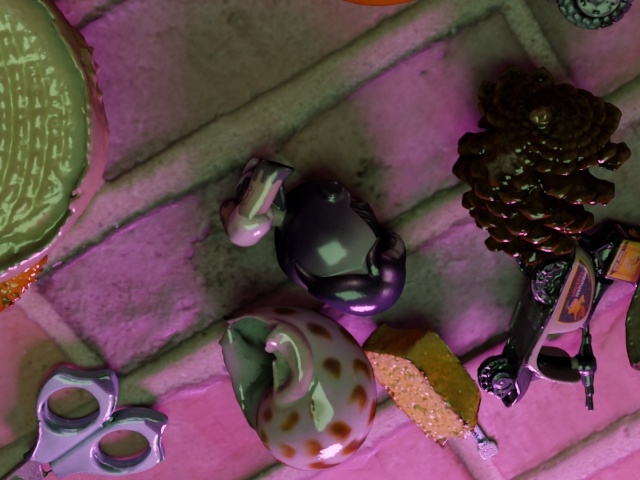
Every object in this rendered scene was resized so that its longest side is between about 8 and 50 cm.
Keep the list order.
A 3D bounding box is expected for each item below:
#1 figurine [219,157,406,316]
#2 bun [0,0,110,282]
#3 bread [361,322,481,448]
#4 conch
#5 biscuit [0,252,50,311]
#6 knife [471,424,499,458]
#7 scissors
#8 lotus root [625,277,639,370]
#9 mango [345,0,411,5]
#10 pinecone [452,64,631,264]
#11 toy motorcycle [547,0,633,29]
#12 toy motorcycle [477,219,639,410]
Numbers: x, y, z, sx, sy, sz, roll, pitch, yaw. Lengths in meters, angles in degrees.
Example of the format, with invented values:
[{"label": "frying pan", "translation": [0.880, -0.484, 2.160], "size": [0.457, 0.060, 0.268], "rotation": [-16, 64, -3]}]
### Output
[{"label": "figurine", "translation": [0.000, 0.000, 1.553], "size": [0.222, 0.145, 0.145], "rotation": [24, 115, -13]}, {"label": "bun", "translation": [-0.393, -0.126, 1.402], "size": [0.364, 0.202, 0.364], "rotation": [0, 97, -1]}, {"label": "bread", "translation": [0.131, 0.178, 1.689], "size": [0.103, 0.065, 0.187], "rotation": [-13, 122, 49]}, {"label": "conch", "translation": [-0.014, 0.185, 1.652], "size": [0.149, 0.183, 0.275], "rotation": [-23, 131, -29]}, {"label": "biscuit", "translation": [-0.438, -0.007, 1.568], "size": [0.254, 0.035, 0.254], "rotation": [-2, 120, -3]}, {"label": "knife", "translation": [0.203, 0.251, 1.789], "size": [0.027, 0.010, 0.096], "rotation": [-30, 118, 11]}, {"label": "scissors", "translation": [-0.363, 0.294, 1.749], "size": [0.360, 0.029, 0.191], "rotation": [-37, 118, 15]}, {"label": "lotus root", "translation": [0.515, 0.085, 1.656], "size": [0.314, 0.142, 0.210], "rotation": [12, 147, -33]}, {"label": "mango", "translation": [-0.027, -0.380, 1.289], "size": [0.446, 0.232, 0.300], "rotation": [28, 109, -26]}, {"label": "pinecone", "translation": [0.235, -0.073, 1.516], "size": [0.168, 0.185, 0.212], "rotation": [3, 137, -23]}, {"label": "toy motorcycle", "translation": [0.262, -0.365, 1.392], "size": [0.173, 0.108, 0.307], "rotation": [5, 117, -2]}, {"label": "toy motorcycle", "translation": [0.292, 0.097, 1.665], "size": [0.157, 0.091, 0.263], "rotation": [11, 116, -16]}]
